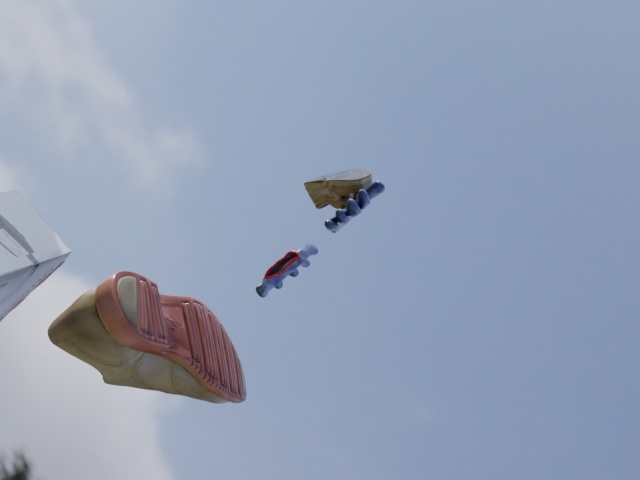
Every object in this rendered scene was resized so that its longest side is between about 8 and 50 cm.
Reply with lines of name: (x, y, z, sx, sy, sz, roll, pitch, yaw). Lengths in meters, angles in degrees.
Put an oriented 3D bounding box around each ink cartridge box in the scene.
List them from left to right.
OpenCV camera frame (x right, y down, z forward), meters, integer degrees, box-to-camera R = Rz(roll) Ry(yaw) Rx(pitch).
ink cartridge box: (-0.493, 0.058, 2.172, 0.129, 0.223, 0.307, 50, 14, 3)

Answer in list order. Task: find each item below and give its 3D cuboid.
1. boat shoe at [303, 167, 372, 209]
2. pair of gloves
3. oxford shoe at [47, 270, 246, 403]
boat shoe: (0.028, -0.062, 2.079, 0.135, 0.050, 0.045, -2, -72, 63)
pair of gloves: (0.000, 0.000, 1.995, 0.023, 0.198, 0.159, 50, -3, 4)
oxford shoe: (-0.247, 0.159, 2.454, 0.397, 0.146, 0.140, 40, 32, -51)
